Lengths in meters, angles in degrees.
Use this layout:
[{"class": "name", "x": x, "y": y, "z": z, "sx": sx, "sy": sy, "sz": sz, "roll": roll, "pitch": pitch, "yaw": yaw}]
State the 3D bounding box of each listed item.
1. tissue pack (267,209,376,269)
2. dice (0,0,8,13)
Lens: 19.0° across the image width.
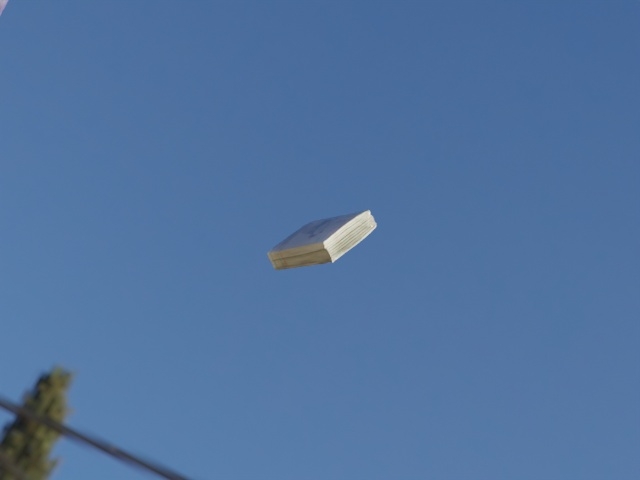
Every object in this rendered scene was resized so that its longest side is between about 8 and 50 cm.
[{"class": "tissue pack", "x": 0.000, "y": 0.000, "z": 1.624, "sx": 0.023, "sy": 0.056, "sz": 0.108, "roll": 58, "pitch": -27, "yaw": -11}, {"class": "dice", "x": -0.367, "y": -0.261, "z": 1.313, "sx": 0.270, "sy": 0.271, "sz": 0.270, "roll": -3, "pitch": -29, "yaw": -35}]
